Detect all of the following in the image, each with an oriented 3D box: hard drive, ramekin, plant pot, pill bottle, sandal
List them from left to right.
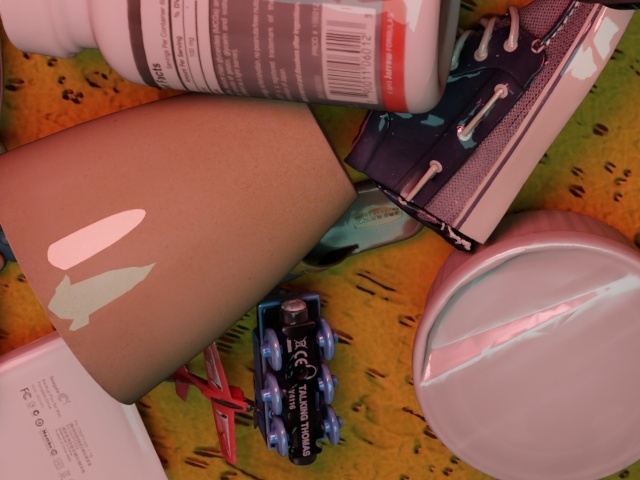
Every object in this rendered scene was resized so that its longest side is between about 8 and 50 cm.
[{"bbox_3d":[-0.327,0.228,1.570,0.307,0.040,0.203,-24,108,-11],"label":"hard drive"},{"bbox_3d":[-0.114,-0.029,1.418,0.274,0.256,0.256,-29,113,3],"label":"plant pot"},{"bbox_3d":[-0.069,-0.226,1.308,0.362,0.210,0.210,7,116,9],"label":"pill bottle"},{"bbox_3d":[0.000,0.000,1.514,0.219,0.060,0.090,-13,115,7],"label":"sandal"},{"bbox_3d":[0.220,0.093,1.522,0.272,0.127,0.273,0,117,0],"label":"ramekin"}]

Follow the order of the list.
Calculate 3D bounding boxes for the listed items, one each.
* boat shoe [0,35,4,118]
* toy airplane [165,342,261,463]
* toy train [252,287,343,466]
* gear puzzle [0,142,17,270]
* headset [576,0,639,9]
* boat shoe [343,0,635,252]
[{"bbox_3d":[-0.331,-0.189,1.353,0.091,0.114,0.303,-1,77,11],"label":"boat shoe"},{"bbox_3d":[-0.114,0.150,1.571,0.151,0.028,0.151,24,129,33],"label":"toy airplane"},{"bbox_3d":[-0.029,0.131,1.553,0.080,0.105,0.184,-11,116,-14],"label":"toy train"},{"bbox_3d":[-0.388,-0.081,1.440,0.175,0.044,0.339,-16,130,8],"label":"gear puzzle"},{"bbox_3d":[0.324,-0.232,1.218,0.243,0.394,0.185,-8,109,23],"label":"headset"},{"bbox_3d":[0.153,-0.159,1.401,0.158,0.127,0.341,29,110,-4],"label":"boat shoe"}]
